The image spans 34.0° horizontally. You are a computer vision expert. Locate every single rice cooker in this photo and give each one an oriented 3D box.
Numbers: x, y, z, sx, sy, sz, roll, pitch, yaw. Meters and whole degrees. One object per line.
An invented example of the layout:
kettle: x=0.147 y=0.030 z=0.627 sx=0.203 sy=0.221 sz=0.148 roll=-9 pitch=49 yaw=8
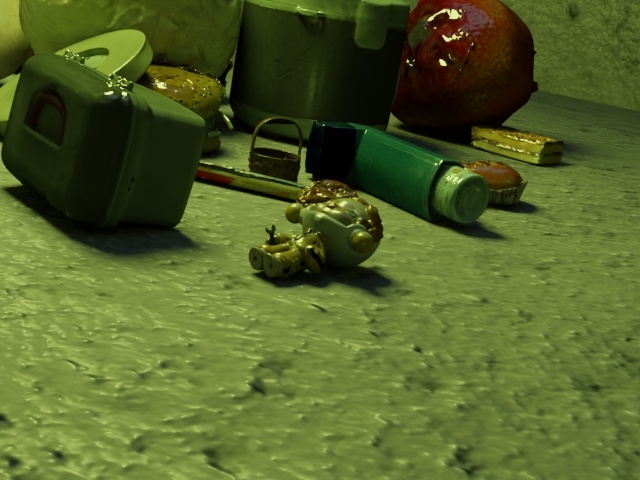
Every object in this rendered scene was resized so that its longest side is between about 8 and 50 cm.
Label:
rice cooker: x=-0.003 y=-0.307 z=1.702 sx=0.288 sy=0.277 sz=0.288 roll=9 pitch=13 yaw=-2

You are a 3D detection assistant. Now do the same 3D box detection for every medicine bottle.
medicine bottle: x=0.095 y=-0.087 z=1.325 sx=0.124 sy=0.079 sz=0.258 roll=3 pitch=17 yaw=-39

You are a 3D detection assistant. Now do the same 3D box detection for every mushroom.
mushroom: x=-0.558 y=-0.321 z=1.638 sx=0.204 sy=0.204 sz=0.204 roll=9 pitch=15 yaw=-2

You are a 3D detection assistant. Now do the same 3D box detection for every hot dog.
hot dog: x=0.191 y=-0.091 z=1.451 sx=0.191 sy=0.059 sz=0.108 roll=11 pitch=10 yaw=11
hot dog: x=0.015 y=-0.043 z=1.189 sx=0.083 sy=0.035 sz=0.058 roll=6 pitch=28 yaw=-18

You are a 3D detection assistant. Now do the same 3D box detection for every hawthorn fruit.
hawthorn fruit: x=0.260 y=-0.329 z=1.975 sx=0.295 sy=0.295 sz=0.311 roll=17 pitch=-1 yaw=25

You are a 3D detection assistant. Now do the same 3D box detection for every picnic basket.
picnic basket: x=-0.055 y=-0.114 z=1.316 sx=0.072 sy=0.083 sz=0.072 roll=9 pitch=14 yaw=-2

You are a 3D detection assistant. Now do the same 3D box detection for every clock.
clock: x=-0.328 y=-0.206 z=1.363 sx=0.235 sy=0.029 sz=0.235 roll=-18 pitch=30 yaw=11

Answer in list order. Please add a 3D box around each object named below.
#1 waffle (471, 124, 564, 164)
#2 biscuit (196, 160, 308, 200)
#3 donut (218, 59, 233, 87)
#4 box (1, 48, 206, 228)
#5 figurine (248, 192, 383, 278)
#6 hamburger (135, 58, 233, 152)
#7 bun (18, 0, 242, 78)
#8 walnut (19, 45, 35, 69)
waffle: x=0.353 y=-0.174 z=1.884 sx=0.148 sy=0.042 sz=0.102 roll=20 pitch=18 yaw=34
biscuit: x=-0.111 y=-0.080 z=1.269 sx=0.292 sy=0.026 sz=0.048 roll=14 pitch=11 yaw=12
donut: x=-0.279 y=-0.311 z=1.901 sx=0.235 sy=0.089 sz=0.235 roll=9 pitch=16 yaw=-2
box: x=-0.221 y=-0.100 z=1.053 sx=0.129 sy=0.148 sz=0.210 roll=8 pitch=15 yaw=-40
figurine: x=0.003 y=0.002 z=0.977 sx=0.101 sy=0.068 sz=0.143 roll=11 pitch=27 yaw=18
hamburger: x=-0.207 y=-0.187 z=1.438 sx=0.185 sy=0.113 sz=0.177 roll=11 pitch=14 yaw=9
bun: x=-0.263 y=-0.335 z=1.566 sx=0.349 sy=0.352 sz=0.227 roll=8 pitch=44 yaw=-47
walnut: x=-0.525 y=-0.394 z=1.877 sx=0.298 sy=0.203 sz=0.203 roll=23 pitch=20 yaw=37
